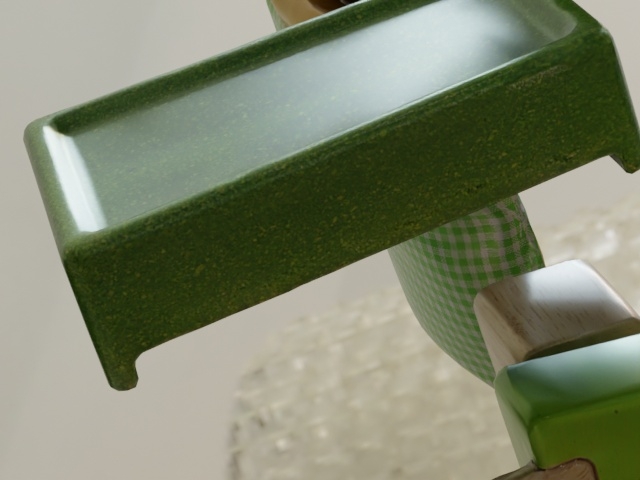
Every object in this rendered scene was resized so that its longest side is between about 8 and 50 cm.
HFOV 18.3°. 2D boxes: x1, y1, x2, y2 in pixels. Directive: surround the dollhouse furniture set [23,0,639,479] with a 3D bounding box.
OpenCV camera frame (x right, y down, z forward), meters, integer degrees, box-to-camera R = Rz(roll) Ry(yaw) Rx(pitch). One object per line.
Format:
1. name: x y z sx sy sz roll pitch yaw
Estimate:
1. dollhouse furniture set: 0.000 0.000 0.660 0.301 0.151 0.197 -122 10 -63
